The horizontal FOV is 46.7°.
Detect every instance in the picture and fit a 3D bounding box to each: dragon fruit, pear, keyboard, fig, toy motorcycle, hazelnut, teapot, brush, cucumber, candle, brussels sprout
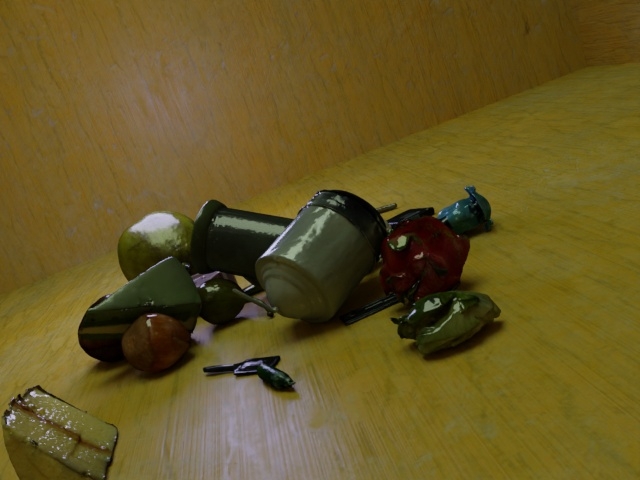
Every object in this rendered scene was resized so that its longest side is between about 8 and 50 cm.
[{"bbox_3d":[0.196,0.046,1.574,0.200,0.198,0.269,-51,20,-11],"label":"dragon fruit"},{"bbox_3d":[-0.486,0.050,2.369,0.287,0.287,0.375,-27,23,-25],"label":"pear"},{"bbox_3d":[0.117,0.145,1.614,0.155,0.010,0.053,-23,14,-9],"label":"keyboard"},{"bbox_3d":[-0.214,0.157,1.875,0.236,0.124,0.124,1,23,32],"label":"fig"},{"bbox_3d":[0.322,-0.044,1.859,0.272,0.123,0.182,-23,-8,-19],"label":"toy motorcycle"},{"bbox_3d":[-0.555,0.231,1.952,0.178,0.178,0.204,-31,7,-37],"label":"hazelnut"},{"bbox_3d":[-0.141,0.038,1.932,0.337,0.270,0.200,10,47,15],"label":"teapot"},{"bbox_3d":[-0.174,0.266,1.558,0.193,0.016,0.063,-13,15,30],"label":"brush"},{"bbox_3d":[-0.090,0.259,1.416,0.037,0.037,0.155,-27,14,-24],"label":"cucumber"},{"bbox_3d":[-0.383,0.237,1.745,0.150,0.150,0.150,-20,13,5],"label":"hazelnut"},{"bbox_3d":[-0.009,0.054,1.662,0.221,0.221,0.342,-5,38,49],"label":"candle"},{"bbox_3d":[0.224,0.137,1.321,0.181,0.100,0.139,-30,-8,7],"label":"brussels sprout"}]

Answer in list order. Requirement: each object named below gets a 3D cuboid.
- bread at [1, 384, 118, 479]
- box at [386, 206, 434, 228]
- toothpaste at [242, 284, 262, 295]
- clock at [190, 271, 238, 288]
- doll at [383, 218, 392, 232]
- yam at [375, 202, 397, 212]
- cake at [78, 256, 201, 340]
[{"bbox_3d":[-0.475,0.345,1.352,0.135,0.178,0.240,-23,11,-3],"label":"bread"},{"bbox_3d":[0.260,-0.068,2.212,0.126,0.027,0.125,-28,15,-30],"label":"box"},{"bbox_3d":[-0.144,0.116,2.083,0.204,0.031,0.049,-23,11,2],"label":"toothpaste"},{"bbox_3d":[-0.361,0.162,2.088,0.275,0.080,0.290,-28,10,-26],"label":"clock"},{"bbox_3d":[0.112,0.009,1.987,0.160,0.094,0.365,-15,15,13],"label":"doll"},{"bbox_3d":[0.199,-0.101,2.450,0.116,0.021,0.021,-17,14,19],"label":"yam"},{"bbox_3d":[-0.460,0.145,1.839,0.284,0.172,0.158,-3,-39,-26],"label":"cake"}]
